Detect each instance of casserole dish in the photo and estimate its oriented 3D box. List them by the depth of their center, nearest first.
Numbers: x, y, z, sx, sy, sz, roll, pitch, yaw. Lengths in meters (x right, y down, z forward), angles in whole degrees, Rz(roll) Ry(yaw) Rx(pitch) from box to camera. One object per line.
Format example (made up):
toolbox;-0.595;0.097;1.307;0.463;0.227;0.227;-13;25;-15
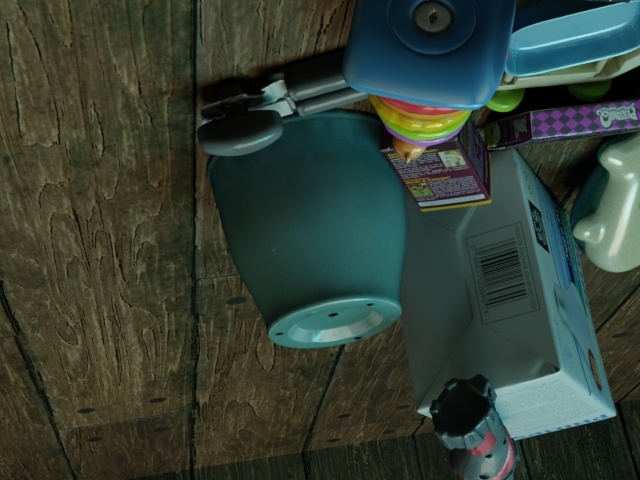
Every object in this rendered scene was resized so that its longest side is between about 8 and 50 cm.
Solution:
casserole dish;0.278;-0.232;1.329;0.188;0.037;0.114;-12;158;4

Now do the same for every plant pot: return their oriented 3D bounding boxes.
plant pot;0.000;0.000;1.649;0.271;0.255;0.272;-10;158;-4

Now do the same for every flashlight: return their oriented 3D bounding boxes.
flashlight;0.208;0.272;1.676;0.103;0.103;0.304;-11;157;12

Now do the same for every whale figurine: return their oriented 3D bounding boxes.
whale figurine;0.457;-0.079;1.870;0.216;0.141;0.272;-32;138;-11

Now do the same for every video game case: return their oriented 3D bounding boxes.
video game case;0.356;-0.157;1.617;0.232;0.042;0.210;-8;-178;-8

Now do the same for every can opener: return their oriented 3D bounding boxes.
can opener;-0.012;-0.169;1.468;0.280;0.093;0.074;-19;156;6

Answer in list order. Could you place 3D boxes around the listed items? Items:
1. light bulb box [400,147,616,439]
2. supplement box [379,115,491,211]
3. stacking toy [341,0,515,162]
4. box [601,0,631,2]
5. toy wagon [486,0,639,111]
light bulb box;0.278;0.101;1.884;0.225;0.358;0.361;-17;157;21
supplement box;0.156;-0.117;1.625;0.104;0.081;0.188;-8;153;19
stacking toy;0.113;-0.166;1.363;0.165;0.175;0.302;11;157;4
box;0.209;-0.314;1.125;0.207;0.153;0.108;-2;156;-22
toy wagon;0.337;-0.255;1.443;0.344;0.068;0.267;-7;158;-11
